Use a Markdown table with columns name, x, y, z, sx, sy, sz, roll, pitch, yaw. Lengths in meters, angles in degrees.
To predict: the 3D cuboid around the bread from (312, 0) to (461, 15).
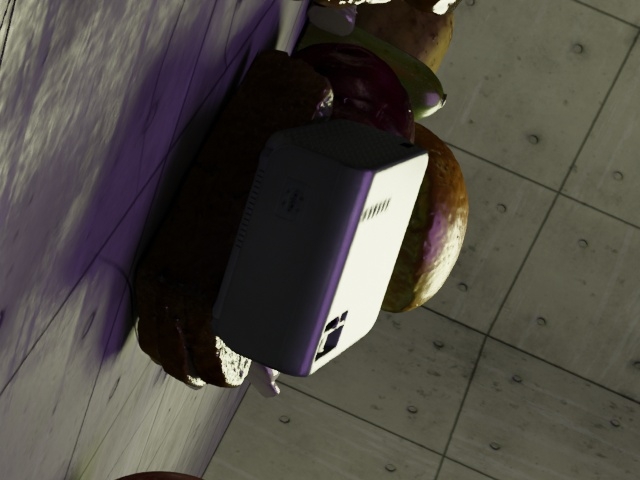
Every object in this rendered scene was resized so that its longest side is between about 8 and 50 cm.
| name | x | y | z | sx | sy | sz | roll | pitch | yaw |
| --- | --- | --- | --- | --- | --- | --- | --- | --- | --- |
| bread | 0.081 | -0.324 | 1.406 | 0.370 | 0.191 | 0.314 | -46 | 160 | -78 |

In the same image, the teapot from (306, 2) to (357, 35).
| name | x | y | z | sx | sy | sz | roll | pitch | yaw |
| --- | --- | --- | --- | --- | --- | --- | --- | --- | --- |
| teapot | 0.024 | -0.283 | 2.038 | 0.067 | 0.057 | 0.083 | 56 | 47 | -55 |

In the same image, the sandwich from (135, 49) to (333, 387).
| name | x | y | z | sx | sy | sz | roll | pitch | yaw |
| --- | --- | --- | --- | --- | --- | --- | --- | --- | --- |
| sandwich | -0.082 | -0.009 | 1.723 | 0.254 | 0.099 | 0.288 | 84 | 29 | -63 |

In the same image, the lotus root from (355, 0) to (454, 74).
| name | x | y | z | sx | sy | sz | roll | pitch | yaw |
| --- | --- | --- | --- | --- | --- | --- | --- | --- | --- |
| lotus root | 0.086 | -0.265 | 2.270 | 0.146 | 0.160 | 0.284 | -21 | -151 | 42 |

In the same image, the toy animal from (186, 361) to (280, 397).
| name | x | y | z | sx | sy | sz | roll | pitch | yaw |
| --- | --- | --- | --- | --- | --- | --- | --- | --- | --- |
| toy animal | -0.079 | 0.089 | 2.325 | 0.282 | 0.140 | 0.138 | -55 | 139 | -53 |

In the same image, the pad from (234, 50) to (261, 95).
| name | x | y | z | sx | sy | sz | roll | pitch | yaw |
| --- | --- | --- | --- | --- | --- | --- | --- | --- | --- |
| pad | -0.102 | -0.094 | 1.757 | 0.113 | 0.006 | 0.188 | 109 | 5 | -54 |

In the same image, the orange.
| name | x | y | z | sx | sy | sz | roll | pitch | yaw |
| --- | --- | --- | --- | --- | --- | --- | --- | --- | --- |
| orange | 0.070 | -0.045 | 2.366 | 0.196 | 0.334 | 0.263 | -4 | 100 | -46 |

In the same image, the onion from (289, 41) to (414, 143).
| name | x | y | z | sx | sy | sz | roll | pitch | yaw |
| --- | --- | --- | --- | --- | --- | --- | --- | --- | --- |
| onion | 0.007 | -0.085 | 1.862 | 0.246 | 0.190 | 0.246 | -165 | -90 | -76 |

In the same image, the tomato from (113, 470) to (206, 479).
| name | x | y | z | sx | sy | sz | roll | pitch | yaw |
| --- | --- | --- | --- | --- | --- | --- | --- | --- | --- |
| tomato | -0.184 | 0.369 | 1.840 | 0.270 | 0.227 | 0.270 | -50 | -155 | 34 |

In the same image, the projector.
| name | x | y | z | sx | sy | sz | roll | pitch | yaw |
| --- | --- | --- | --- | --- | --- | --- | --- | --- | --- |
| projector | 0.000 | 0.000 | 1.620 | 0.250 | 0.108 | 0.198 | -27 | 136 | -72 |

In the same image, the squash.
| name | x | y | z | sx | sy | sz | roll | pitch | yaw |
| --- | --- | --- | --- | --- | --- | --- | --- | --- | --- |
| squash | 0.061 | -0.199 | 2.094 | 0.095 | 0.188 | 0.095 | -63 | 178 | -5 |
